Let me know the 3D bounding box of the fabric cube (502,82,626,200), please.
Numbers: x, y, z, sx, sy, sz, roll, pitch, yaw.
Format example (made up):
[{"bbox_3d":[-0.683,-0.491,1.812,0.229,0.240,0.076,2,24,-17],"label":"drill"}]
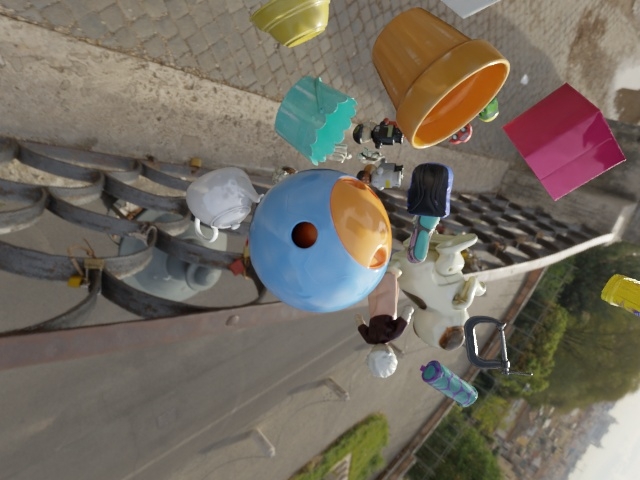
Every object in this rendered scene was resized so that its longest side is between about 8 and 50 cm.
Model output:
[{"bbox_3d":[0.876,-0.357,1.537,0.258,0.254,0.259,-36,121,25],"label":"fabric cube"}]

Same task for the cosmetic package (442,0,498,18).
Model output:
[{"bbox_3d":[0.352,-0.662,0.987,0.183,0.151,0.151,21,84,-30],"label":"cosmetic package"}]

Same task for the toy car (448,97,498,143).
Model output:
[{"bbox_3d":[0.603,-0.455,1.564,0.239,0.053,0.225,-40,175,-2],"label":"toy car"}]

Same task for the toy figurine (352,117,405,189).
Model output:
[{"bbox_3d":[0.182,-0.268,1.305,0.213,0.148,0.210,-58,150,-64],"label":"toy figurine"}]

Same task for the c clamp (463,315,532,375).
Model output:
[{"bbox_3d":[0.420,0.253,1.017,0.022,0.137,0.161,-31,107,-62],"label":"c clamp"}]

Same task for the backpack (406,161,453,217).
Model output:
[{"bbox_3d":[0.256,-0.121,0.979,0.101,0.097,0.120,-26,120,-64],"label":"backpack"}]

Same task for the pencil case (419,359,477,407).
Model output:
[{"bbox_3d":[0.333,0.373,1.093,0.151,0.070,0.065,37,79,-18],"label":"pencil case"}]

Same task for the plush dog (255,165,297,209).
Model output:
[{"bbox_3d":[-0.132,-0.102,1.531,0.262,0.210,0.225,45,52,-10],"label":"plush dog"}]

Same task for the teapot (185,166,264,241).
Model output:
[{"bbox_3d":[-0.340,-0.123,1.485,0.252,0.187,0.256,-24,171,-15],"label":"teapot"}]

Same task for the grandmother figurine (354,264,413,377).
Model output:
[{"bbox_3d":[0.195,0.245,1.290,0.104,0.207,0.343,28,52,-27],"label":"grandmother figurine"}]

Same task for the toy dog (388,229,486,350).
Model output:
[{"bbox_3d":[0.436,0.206,1.568,0.395,0.284,0.408,-27,106,-32],"label":"toy dog"}]

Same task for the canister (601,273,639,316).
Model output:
[{"bbox_3d":[0.764,0.151,0.966,0.126,0.170,0.073,13,107,-36],"label":"canister"}]

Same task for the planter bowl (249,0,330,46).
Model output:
[{"bbox_3d":[-0.051,-0.519,0.990,0.217,0.217,0.090,-34,111,-27],"label":"planter bowl"}]

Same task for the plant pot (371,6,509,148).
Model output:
[{"bbox_3d":[0.197,-0.308,0.769,0.205,0.188,0.205,-30,164,-10],"label":"plant pot"}]

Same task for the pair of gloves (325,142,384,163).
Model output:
[{"bbox_3d":[0.140,-0.364,1.812,0.240,0.204,0.042,7,87,-8],"label":"pair of gloves"}]

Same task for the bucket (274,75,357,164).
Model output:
[{"bbox_3d":[-0.019,-0.433,1.502,0.281,0.183,0.281,-51,170,-13],"label":"bucket"}]

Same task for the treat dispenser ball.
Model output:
[{"bbox_3d":[0.000,0.000,0.851,0.288,0.288,0.288,-26,131,-34],"label":"treat dispenser ball"}]

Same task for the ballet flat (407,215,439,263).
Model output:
[{"bbox_3d":[0.315,-0.032,1.321,0.076,0.079,0.222,25,76,-21],"label":"ballet flat"}]
